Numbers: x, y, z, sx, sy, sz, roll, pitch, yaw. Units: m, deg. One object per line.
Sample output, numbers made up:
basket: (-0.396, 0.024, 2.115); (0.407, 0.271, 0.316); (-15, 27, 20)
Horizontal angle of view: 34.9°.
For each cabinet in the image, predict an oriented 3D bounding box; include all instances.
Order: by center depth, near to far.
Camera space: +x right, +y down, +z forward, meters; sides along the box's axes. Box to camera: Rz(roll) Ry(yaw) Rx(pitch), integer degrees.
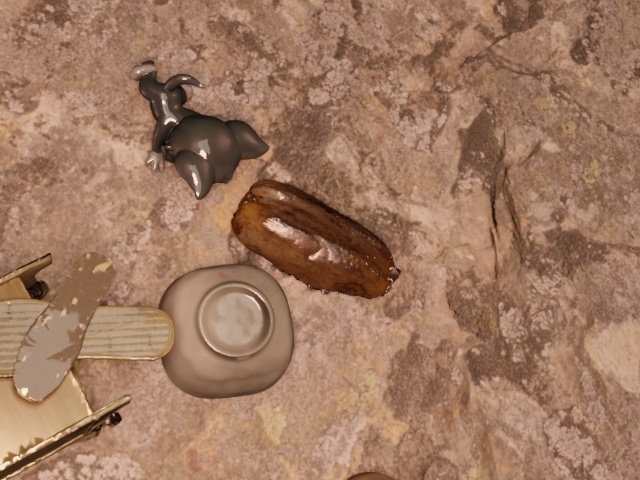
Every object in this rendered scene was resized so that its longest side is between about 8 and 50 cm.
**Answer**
cabinet: (-0.503, 0.225, 1.577); (0.318, 0.227, 0.289); (-28, 82, -24)

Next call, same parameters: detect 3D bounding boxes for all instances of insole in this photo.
insole: (-0.380, 0.124, 1.512); (0.081, 0.011, 0.247); (30, 63, -9)
insole: (-0.389, 0.142, 1.513); (0.349, 0.009, 0.118); (0, 72, -19)

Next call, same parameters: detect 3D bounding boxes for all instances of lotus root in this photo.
lotus root: (0.001, 0.000, 1.869); (0.330, 0.078, 0.167); (25, 70, -7)

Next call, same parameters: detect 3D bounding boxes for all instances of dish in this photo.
dish: (-0.156, 0.148, 1.756); (0.256, 0.117, 0.256); (5, 73, -15)

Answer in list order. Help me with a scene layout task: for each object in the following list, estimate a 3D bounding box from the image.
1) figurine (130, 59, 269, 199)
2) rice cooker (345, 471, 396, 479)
figurine: (-0.229, -0.215, 1.841); (0.193, 0.140, 0.265); (-28, 97, -39)
rice cooker: (0.111, 0.486, 1.725); (0.145, 0.127, 0.206); (-40, 79, -22)
